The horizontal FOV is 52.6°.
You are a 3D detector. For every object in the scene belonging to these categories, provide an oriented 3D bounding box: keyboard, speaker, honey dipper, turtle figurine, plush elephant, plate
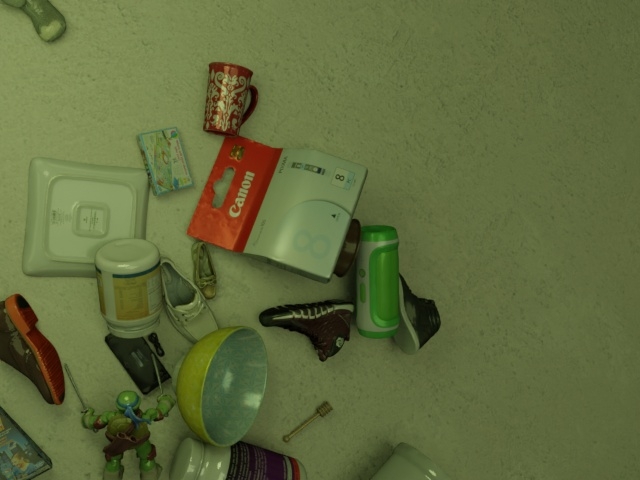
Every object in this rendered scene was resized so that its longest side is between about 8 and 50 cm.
[{"bbox_3d":[-0.439,0.281,1.599,0.108,0.023,0.180,-35,105,-15],"label":"keyboard"},{"bbox_3d":[0.156,0.112,1.782,0.131,0.131,0.296,-8,103,-26],"label":"speaker"},{"bbox_3d":[-0.035,0.506,1.789,0.160,0.030,0.030,-35,105,-20],"label":"honey dipper"},{"bbox_3d":[-0.452,0.428,1.538,0.198,0.274,0.266,-16,120,-41],"label":"turtle figurine"},{"bbox_3d":[-0.622,-0.653,1.379,0.330,0.255,0.272,40,74,-20],"label":"plush elephant"},{"bbox_3d":[-0.547,-0.048,1.533,0.278,0.045,0.277,4,89,-26],"label":"plate"}]

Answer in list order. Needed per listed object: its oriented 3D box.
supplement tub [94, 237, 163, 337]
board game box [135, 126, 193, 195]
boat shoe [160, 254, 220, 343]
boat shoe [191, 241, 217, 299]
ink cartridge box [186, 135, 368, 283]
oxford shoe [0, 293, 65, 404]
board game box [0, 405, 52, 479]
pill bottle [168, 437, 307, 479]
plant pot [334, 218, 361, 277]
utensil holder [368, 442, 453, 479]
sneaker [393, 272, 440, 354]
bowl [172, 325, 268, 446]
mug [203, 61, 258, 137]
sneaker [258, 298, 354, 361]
[{"bbox_3d":[-0.441,0.110,1.501,0.144,0.144,0.200,-10,120,-25],"label":"supplement tub"},{"bbox_3d":[-0.386,-0.198,1.609,0.103,0.026,0.154,-20,99,-36],"label":"board game box"},{"bbox_3d":[-0.334,0.159,1.604,0.098,0.096,0.277,-42,111,-22],"label":"boat shoe"},{"bbox_3d":[-0.295,0.078,1.652,0.056,0.048,0.153,-8,94,-25],"label":"boat shoe"},{"bbox_3d":[-0.108,-0.098,1.628,0.385,0.091,0.308,19,75,0],"label":"ink cartridge box"},{"bbox_3d":[-0.666,0.259,1.463,0.098,0.097,0.271,-24,96,-4],"label":"oxford shoe"},{"bbox_3d":[-0.732,0.467,1.435,0.194,0.060,0.194,-26,100,-23],"label":"board game box"},{"bbox_3d":[-0.205,0.600,1.623,0.323,0.181,0.181,27,79,-23],"label":"pill bottle"},{"bbox_3d":[0.000,0.000,1.742,0.165,0.167,0.167,16,83,-17],"label":"plant pot"},{"bbox_3d":[0.206,0.806,1.749,0.385,0.327,0.327,-42,107,-17],"label":"utensil holder"},{"bbox_3d":[0.254,0.172,1.900,0.147,0.104,0.296,-20,89,-42],"label":"sneaker"},{"bbox_3d":[-0.267,0.344,1.587,0.289,0.156,0.289,-17,110,-62],"label":"bowl"},{"bbox_3d":[-0.224,-0.352,1.654,0.150,0.113,0.169,10,89,-24],"label":"mug"},{"bbox_3d":[-0.029,0.254,1.753,0.281,0.106,0.162,-4,95,-26],"label":"sneaker"}]
